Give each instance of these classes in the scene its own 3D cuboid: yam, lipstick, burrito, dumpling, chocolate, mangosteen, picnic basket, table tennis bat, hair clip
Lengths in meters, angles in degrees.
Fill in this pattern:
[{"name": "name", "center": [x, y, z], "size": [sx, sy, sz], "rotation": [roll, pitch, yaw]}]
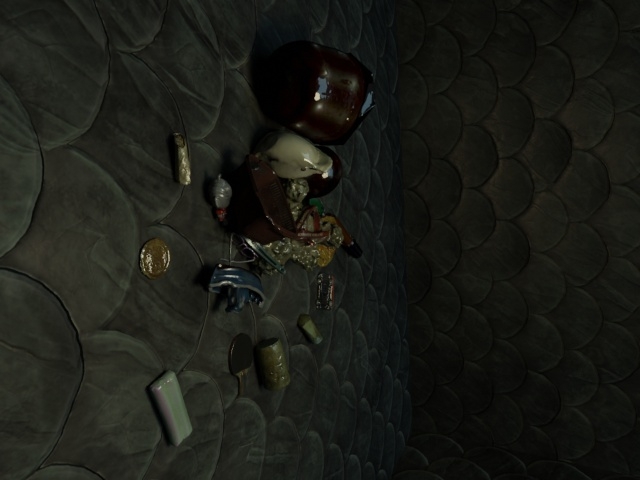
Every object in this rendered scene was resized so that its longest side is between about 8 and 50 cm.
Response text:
[{"name": "yam", "center": [-0.182, 0.459, 1.694], "size": [0.107, 0.107, 0.194], "rotation": [-41, 126, -56]}, {"name": "lipstick", "center": [0.119, -0.019, 2.301], "size": [0.418, 0.077, 0.077], "rotation": [48, 49, -53]}, {"name": "burrito", "center": [-0.398, -0.234, 1.288], "size": [0.041, 0.055, 0.149], "rotation": [-9, 103, -32]}, {"name": "dumpling", "center": [-0.099, -0.320, 1.659], "size": [0.243, 0.175, 0.227], "rotation": [39, 35, -19]}, {"name": "chocolate", "center": [-0.035, -0.555, 1.652], "size": [0.331, 0.383, 0.385], "rotation": [-12, 102, -62]}, {"name": "yam", "center": [-0.043, 0.400, 2.010], "size": [0.169, 0.068, 0.068], "rotation": [63, 38, -44]}, {"name": "mangosteen", "center": [-0.050, -0.301, 1.810], "size": [0.289, 0.231, 0.232], "rotation": [44, 51, -31]}, {"name": "picnic basket", "center": [-0.204, -0.119, 1.487], "size": [0.222, 0.129, 0.297], "rotation": [32, 33, -61]}, {"name": "table tennis bat", "center": [-0.280, 0.440, 1.594], "size": [0.130, 0.019, 0.221], "rotation": [-5, 95, -62]}, {"name": "hair clip", "center": [-0.203, 0.031, 1.546], "size": [0.229, 0.070, 0.039], "rotation": [45, 71, -12]}]

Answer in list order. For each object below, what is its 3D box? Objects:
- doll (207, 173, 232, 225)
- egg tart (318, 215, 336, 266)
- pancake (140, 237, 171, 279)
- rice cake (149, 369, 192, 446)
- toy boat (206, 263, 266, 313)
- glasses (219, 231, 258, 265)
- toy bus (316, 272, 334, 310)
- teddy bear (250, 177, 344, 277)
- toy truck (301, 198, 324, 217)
[{"name": "doll", "center": [-0.316, -0.130, 1.434], "size": [0.094, 0.079, 0.180], "rotation": [-76, 167, -53]}, {"name": "egg tart", "center": [0.000, 0.000, 2.019], "size": [0.241, 0.105, 0.241], "rotation": [-30, 124, -57]}, {"name": "pancake", "center": [-0.453, 0.050, 1.233], "size": [0.114, 0.011, 0.115], "rotation": [1, 88, -63]}, {"name": "rice cake", "center": [-0.424, 0.484, 1.283], "size": [0.080, 0.042, 0.222], "rotation": [-45, 131, -56]}, {"name": "toy boat", "center": [-0.270, 0.174, 1.475], "size": [0.309, 0.128, 0.143], "rotation": [39, 46, -59]}, {"name": "glasses", "center": [-0.283, 0.052, 1.510], "size": [0.140, 0.062, 0.104], "rotation": [58, 43, -36]}, {"name": "toy bus", "center": [0.028, 0.243, 2.140], "size": [0.077, 0.079, 0.175], "rotation": [13, 79, -72]}, {"name": "teddy bear", "center": [-0.118, -0.013, 1.691], "size": [0.358, 0.224, 0.368], "rotation": [55, 43, -22]}, {"name": "toy truck", "center": [-0.038, -0.142, 1.993], "size": [0.147, 0.064, 0.079], "rotation": [17, 73, -61]}]
